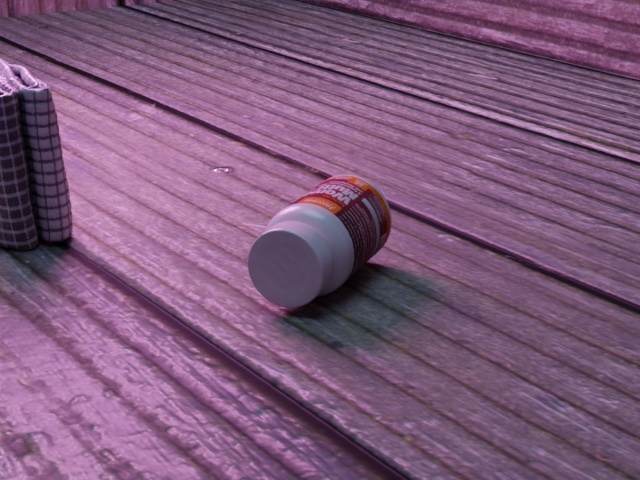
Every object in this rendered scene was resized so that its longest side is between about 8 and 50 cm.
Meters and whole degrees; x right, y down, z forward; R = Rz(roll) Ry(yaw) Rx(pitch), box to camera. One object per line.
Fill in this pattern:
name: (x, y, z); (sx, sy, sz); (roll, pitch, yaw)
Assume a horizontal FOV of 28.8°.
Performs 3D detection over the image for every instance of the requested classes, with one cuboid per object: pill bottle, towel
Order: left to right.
towel: (-0.459, -0.133, 1.797); (0.121, 0.235, 0.283); (-16, 24, -24)
pill bottle: (0.000, 0.000, 1.581); (0.121, 0.121, 0.221); (8, 21, 21)
